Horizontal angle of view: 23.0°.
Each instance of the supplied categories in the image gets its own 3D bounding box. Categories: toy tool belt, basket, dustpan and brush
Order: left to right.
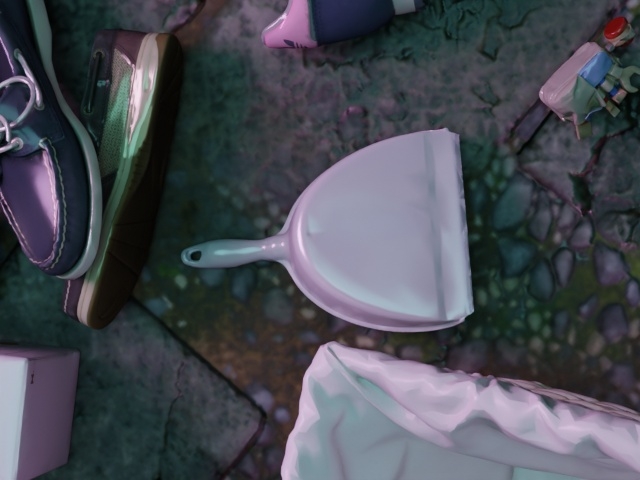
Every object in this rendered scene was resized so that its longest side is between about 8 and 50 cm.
[{"bbox_3d":[0.000,0.000,1.153,0.211,0.060,0.147,-4,78,1],"label":"dustpan and brush"},{"bbox_3d":[0.155,0.258,0.968,0.331,0.266,0.328,14,92,33],"label":"basket"},{"bbox_3d":[0.202,-0.115,1.130,0.083,0.052,0.051,-45,116,8],"label":"toy tool belt"}]

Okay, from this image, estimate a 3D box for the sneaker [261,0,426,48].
[{"bbox_3d":[-0.042,-0.288,1.126,0.131,0.112,0.319,-24,85,4],"label":"sneaker"}]

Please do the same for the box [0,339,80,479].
[{"bbox_3d":[-0.278,0.117,1.145,0.170,0.130,0.091,6,90,8],"label":"box"}]

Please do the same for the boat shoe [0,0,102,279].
[{"bbox_3d":[-0.221,-0.091,1.113,0.095,0.079,0.254,-27,71,36],"label":"boat shoe"}]

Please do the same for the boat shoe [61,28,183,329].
[{"bbox_3d":[-0.159,-0.048,1.161,0.073,0.080,0.223,13,87,14],"label":"boat shoe"}]
